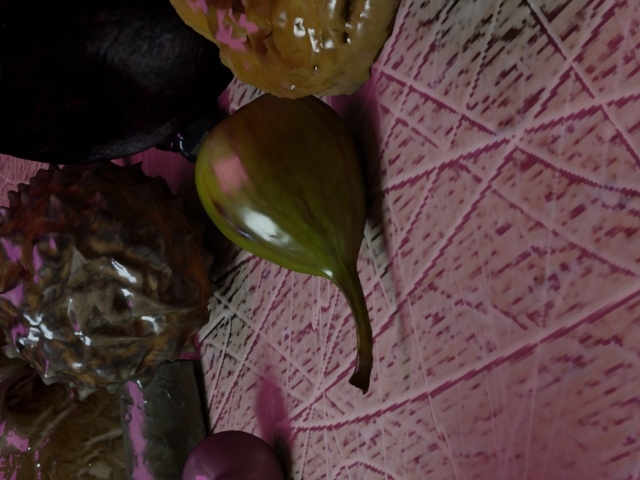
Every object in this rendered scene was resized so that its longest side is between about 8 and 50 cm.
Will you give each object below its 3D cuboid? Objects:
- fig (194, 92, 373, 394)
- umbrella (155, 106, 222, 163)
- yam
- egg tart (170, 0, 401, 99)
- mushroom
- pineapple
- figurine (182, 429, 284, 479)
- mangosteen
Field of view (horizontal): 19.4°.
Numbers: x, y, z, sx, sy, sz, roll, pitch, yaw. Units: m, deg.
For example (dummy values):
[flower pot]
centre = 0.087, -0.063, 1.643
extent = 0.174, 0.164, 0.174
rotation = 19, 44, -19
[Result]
[fig]
centre = -0.006, -0.001, 1.038
extent = 0.166, 0.093, 0.093
rotation = 64, 162, -8
[umbrella]
centre = -0.126, -0.106, 1.354
extent = 0.224, 0.071, 0.080
rotation = 44, 165, 54
[yam]
centre = -0.115, 0.172, 1.416
extent = 0.068, 0.068, 0.169
rotation = 154, 112, -70
[egg tart]
centre = -0.003, -0.238, 0.826
extent = 0.352, 0.150, 0.352
rotation = 167, 90, -71
[mushroom]
centre = -0.238, 0.137, 1.537
extent = 0.278, 0.146, 0.278
rotation = -13, 67, 33
[pineapple]
centre = -0.171, 0.001, 1.414
extent = 0.361, 0.175, 0.175
rotation = -116, 24, -74
[figurine]
centre = -0.058, 0.159, 1.240
extent = 0.067, 0.071, 0.083
rotation = -54, 32, -4
[mangosteen]
centre = -0.148, -0.196, 1.101
extent = 0.302, 0.275, 0.275
rotation = -56, 40, 32
